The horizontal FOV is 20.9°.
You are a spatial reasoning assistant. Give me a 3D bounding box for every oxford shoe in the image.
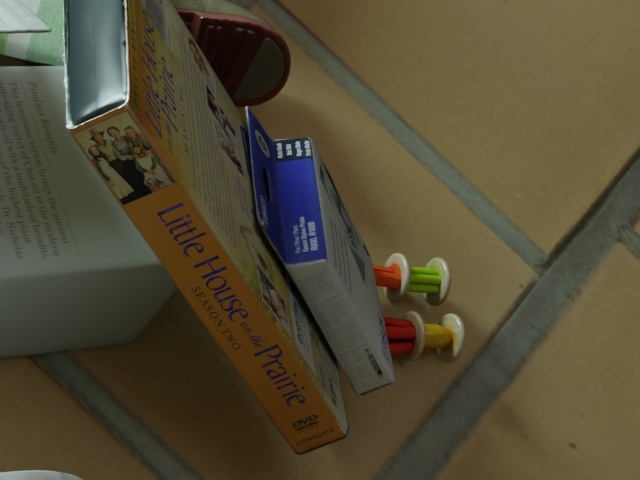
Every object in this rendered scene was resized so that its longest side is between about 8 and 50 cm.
[{"bbox_3d":[-0.208,-0.226,1.833,0.348,0.123,0.130,17,19,-16],"label":"oxford shoe"}]

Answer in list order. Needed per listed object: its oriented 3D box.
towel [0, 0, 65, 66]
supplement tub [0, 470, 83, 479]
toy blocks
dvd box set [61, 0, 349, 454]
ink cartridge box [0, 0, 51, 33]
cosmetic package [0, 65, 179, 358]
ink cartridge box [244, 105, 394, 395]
[{"bbox_3d":[-0.375,-0.304,1.717,0.324,0.038,0.248,12,64,-5],"label":"towel"},{"bbox_3d":[-0.226,0.363,1.284,0.241,0.241,0.331,-1,59,-33],"label":"supplement tub"},{"bbox_3d":[0.069,0.068,1.814,0.148,0.054,0.123,5,57,-29],"label":"toy blocks"},{"bbox_3d":[-0.102,-0.047,1.564,0.308,0.062,0.420,-102,164,-50],"label":"dvd box set"},{"bbox_3d":[-0.408,-0.213,1.546,0.239,0.060,0.275,-4,31,-36],"label":"ink cartridge box"},{"bbox_3d":[-0.361,-0.019,1.525,0.453,0.161,0.230,-4,61,-35],"label":"cosmetic package"},{"bbox_3d":[0.000,0.000,1.675,0.223,0.045,0.224,-99,163,-55],"label":"ink cartridge box"}]
